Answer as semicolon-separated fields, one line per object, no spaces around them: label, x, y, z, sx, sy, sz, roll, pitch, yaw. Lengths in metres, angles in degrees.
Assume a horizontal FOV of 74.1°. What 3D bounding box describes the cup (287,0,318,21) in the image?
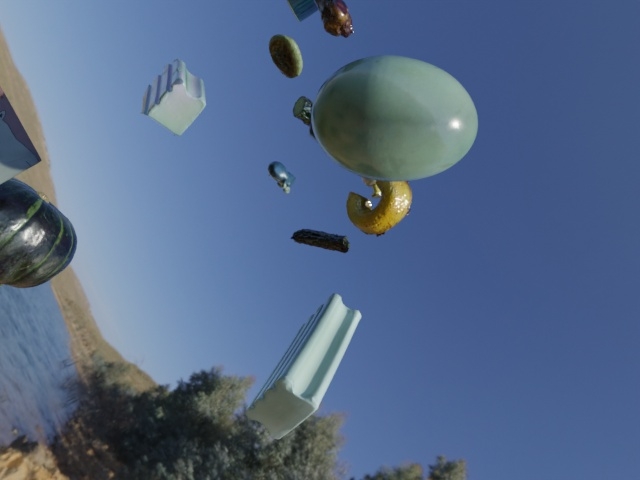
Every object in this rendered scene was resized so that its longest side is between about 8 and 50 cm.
cup;-0.012;-0.643;1.043;0.177;0.155;0.131;-87;152;-54

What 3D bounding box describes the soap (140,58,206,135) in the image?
soap;-0.356;-0.352;1.037;0.091;0.145;0.231;39;19;-36

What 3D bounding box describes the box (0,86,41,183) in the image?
box;-0.658;-0.182;0.754;0.086;0.215;0.215;33;-33;15

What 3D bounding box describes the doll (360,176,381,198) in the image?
doll;0.144;-0.216;1.169;0.081;0.129;0.207;-33;-112;56

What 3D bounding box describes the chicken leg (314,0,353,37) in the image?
chicken leg;-0.020;-0.481;0.695;0.096;0.157;0.407;124;-33;-55

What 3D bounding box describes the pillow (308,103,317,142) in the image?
pillow;0.018;-0.269;1.063;0.150;0.048;0.090;44;-51;31

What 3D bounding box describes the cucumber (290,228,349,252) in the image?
cucumber;0.000;0.000;1.184;0.181;0.053;0.053;9;-58;19

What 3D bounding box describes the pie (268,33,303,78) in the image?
pie;-0.067;-0.347;0.802;0.084;0.021;0.084;32;-31;22

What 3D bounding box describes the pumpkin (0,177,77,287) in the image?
pumpkin;-0.765;-0.025;1.031;0.323;0.241;0.323;28;-22;13

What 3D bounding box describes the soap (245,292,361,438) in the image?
soap;-0.025;0.243;0.853;0.087;0.265;0.160;40;-56;-1

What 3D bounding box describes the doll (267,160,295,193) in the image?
doll;-0.106;-0.170;1.106;0.083;0.050;0.076;45;-2;-28

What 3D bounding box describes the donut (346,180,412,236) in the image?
donut;0.143;-0.091;1.078;0.181;0.078;0.146;-25;-119;30

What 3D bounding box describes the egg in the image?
egg;0.101;-0.167;0.593;0.230;0.168;0.168;9;-52;5

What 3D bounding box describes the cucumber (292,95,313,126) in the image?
cucumber;0.033;-0.335;1.276;0.067;0.293;0.068;-16;-115;37
